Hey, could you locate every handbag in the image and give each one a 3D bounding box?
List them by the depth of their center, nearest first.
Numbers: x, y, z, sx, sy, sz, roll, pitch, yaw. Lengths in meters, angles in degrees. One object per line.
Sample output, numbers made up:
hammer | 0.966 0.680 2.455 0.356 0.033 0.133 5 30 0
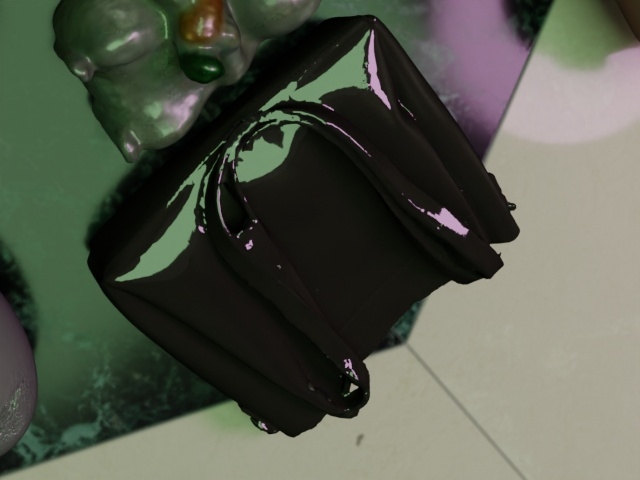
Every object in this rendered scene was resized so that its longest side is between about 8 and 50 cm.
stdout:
handbag | 0.000 0.000 0.768 0.285 0.113 0.257 -45 117 -3

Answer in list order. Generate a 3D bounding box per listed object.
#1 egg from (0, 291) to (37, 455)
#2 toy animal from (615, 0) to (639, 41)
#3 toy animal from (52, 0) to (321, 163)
egg | -0.283 0.077 0.681 0.146 0.146 0.198 -40 116 -4
toy animal | 0.292 -0.280 0.742 0.269 0.237 0.326 -3 101 -4
toy animal | -0.064 -0.173 0.691 0.251 0.125 0.127 -34 78 -5
